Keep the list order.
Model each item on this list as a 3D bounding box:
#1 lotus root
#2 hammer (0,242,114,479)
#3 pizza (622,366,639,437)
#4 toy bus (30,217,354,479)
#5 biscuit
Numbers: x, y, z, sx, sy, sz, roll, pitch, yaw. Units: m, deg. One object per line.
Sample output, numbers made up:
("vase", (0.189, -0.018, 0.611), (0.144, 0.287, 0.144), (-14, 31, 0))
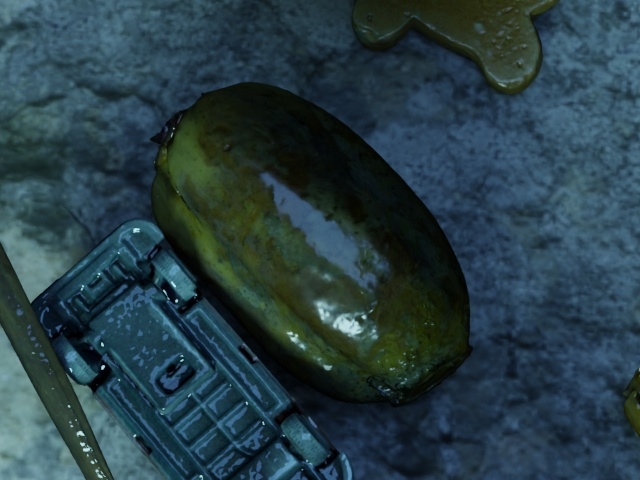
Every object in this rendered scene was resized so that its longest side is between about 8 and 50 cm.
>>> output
("lotus root", (0.000, 0.000, 1.457), (0.275, 0.152, 0.160), (47, 41, 4))
("hammer", (-0.176, 0.128, 1.394), (0.027, 0.125, 0.297), (-30, 95, -39))
("pizza", (0.399, 0.130, 1.474), (0.288, 0.074, 0.251), (-34, 79, -10))
("toy bus", (-0.084, 0.119, 1.436), (0.121, 0.120, 0.265), (-42, 76, -4))
("biscuit", (0.080, -0.215, 1.596), (0.234, 0.030, 0.153), (20, 72, 5))
